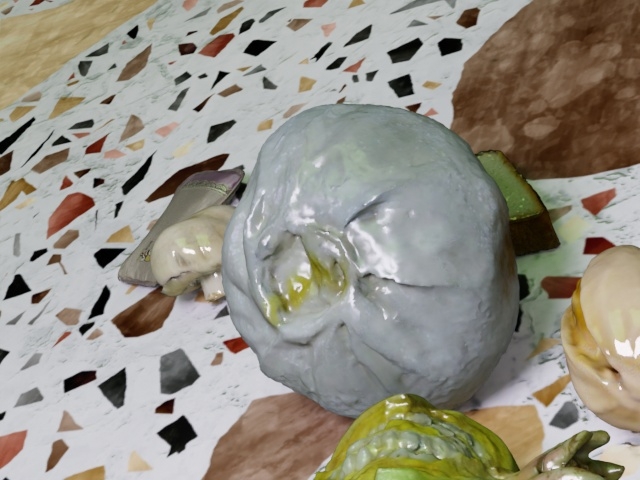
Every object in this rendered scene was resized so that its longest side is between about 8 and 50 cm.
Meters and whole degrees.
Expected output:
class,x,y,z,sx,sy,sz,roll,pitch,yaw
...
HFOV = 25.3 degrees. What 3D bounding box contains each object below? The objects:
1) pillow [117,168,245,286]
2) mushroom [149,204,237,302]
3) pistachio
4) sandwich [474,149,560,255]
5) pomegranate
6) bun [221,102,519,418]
class,x,y,z,sx,sy,sz,roll,pitch,yaw
pillow,-0.201,-0.022,2.040,0.131,0.038,0.232,4,49,43
mushroom,-0.149,0.021,1.887,0.154,0.122,0.154,-29,-4,-2
pistachio,0.317,0.093,1.424,0.157,0.157,0.229,-23,29,10
sandwich,0.161,-0.011,1.737,0.215,0.065,0.186,-31,34,0
pomegranate,0.128,0.252,1.280,0.302,0.236,0.236,-14,37,25
bun,0.043,0.028,1.539,0.362,0.361,0.211,-9,-2,27
